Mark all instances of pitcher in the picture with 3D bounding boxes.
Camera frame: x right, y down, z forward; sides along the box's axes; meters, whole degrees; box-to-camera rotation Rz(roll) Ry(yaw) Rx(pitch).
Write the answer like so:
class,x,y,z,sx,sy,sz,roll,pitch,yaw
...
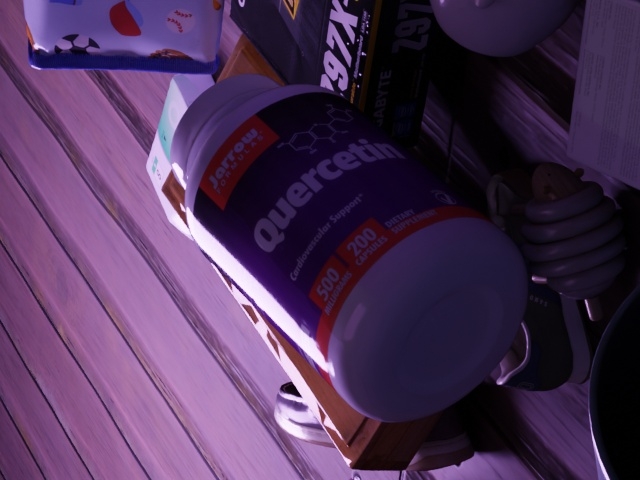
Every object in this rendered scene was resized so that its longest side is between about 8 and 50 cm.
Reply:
class,x,y,z,sx,sy,sz,roll,pitch,yaw
pitcher,0.143,-0.228,1.412,0.125,0.178,0.207,26,133,8

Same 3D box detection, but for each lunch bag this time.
class,x,y,z,sx,sy,sz,roll,pitch,yaw
lunch bag,-0.207,-0.405,1.984,0.385,0.239,0.328,-92,7,-52

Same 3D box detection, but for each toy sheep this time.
class,x,y,z,sx,sy,sz,roll,pitch,yaw
toy sheep,0.198,0.000,1.494,0.091,0.091,0.132,3,118,64

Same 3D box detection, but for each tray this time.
class,x,y,z,sx,sy,sz,roll,pitch,yaw
tray,0.000,0.000,1.785,0.411,0.076,0.203,54,124,40

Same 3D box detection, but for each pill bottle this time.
class,x,y,z,sx,sy,sz,roll,pitch,yaw
pill bottle,0.010,-0.008,1.558,0.323,0.181,0.181,43,138,40

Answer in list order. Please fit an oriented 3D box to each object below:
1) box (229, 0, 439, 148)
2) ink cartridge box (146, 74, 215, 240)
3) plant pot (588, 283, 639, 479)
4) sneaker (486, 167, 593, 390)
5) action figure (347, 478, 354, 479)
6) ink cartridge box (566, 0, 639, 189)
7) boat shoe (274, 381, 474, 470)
class,x,y,z,sx,sy,sz,roll,pitch,yaw
box,0.018,-0.272,1.678,0.257,0.079,0.322,51,144,40
ink cartridge box,-0.127,-0.054,2.191,0.224,0.056,0.181,66,153,27
plant pot,0.304,0.171,1.126,0.293,0.293,0.235,54,159,42
sneaker,0.158,0.035,1.585,0.064,0.086,0.192,-39,65,62
action figure,0.016,0.367,1.798,0.370,0.276,0.248,27,111,26
ink cartridge box,0.264,-0.100,1.382,0.179,0.045,0.145,27,126,37
boat shoe,0.048,0.158,1.865,0.285,0.103,0.092,10,104,60
